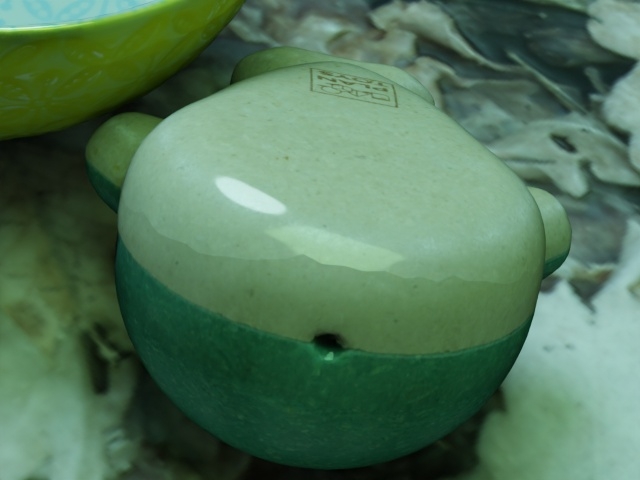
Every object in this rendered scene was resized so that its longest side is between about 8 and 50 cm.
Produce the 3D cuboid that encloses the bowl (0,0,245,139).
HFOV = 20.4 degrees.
[{"bbox_3d":[-0.164,-0.138,0.830,0.289,0.156,0.289,7,48,-7],"label":"bowl"}]

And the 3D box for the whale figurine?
[{"bbox_3d":[0.000,0.000,0.788,0.216,0.141,0.272,10,23,-5],"label":"whale figurine"}]
